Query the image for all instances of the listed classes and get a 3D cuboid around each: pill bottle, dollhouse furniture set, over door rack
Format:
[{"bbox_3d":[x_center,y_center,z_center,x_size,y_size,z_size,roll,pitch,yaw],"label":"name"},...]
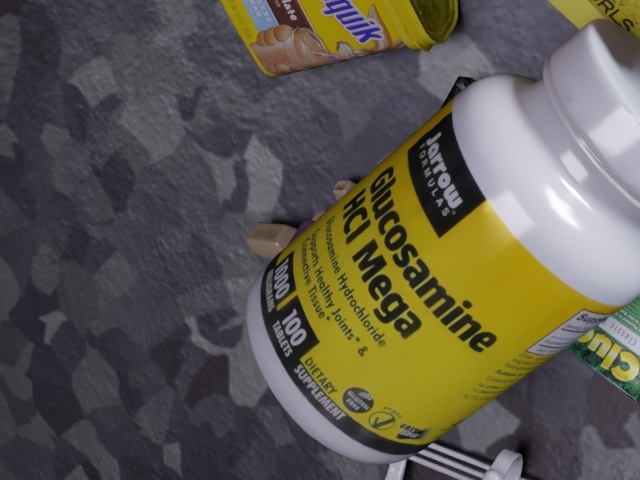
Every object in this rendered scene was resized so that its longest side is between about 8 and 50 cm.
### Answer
[{"bbox_3d":[0.115,0.004,0.896,0.334,0.188,0.188,-42,80,30],"label":"pill bottle"},{"bbox_3d":[0.000,0.000,1.146,0.081,0.091,0.114,42,160,-31],"label":"dollhouse furniture set"},{"bbox_3d":[0.130,0.335,1.096,0.240,0.108,0.324,18,113,28],"label":"over door rack"}]

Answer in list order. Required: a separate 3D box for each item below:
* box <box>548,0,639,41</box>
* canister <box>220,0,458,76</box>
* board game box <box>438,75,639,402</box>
[{"bbox_3d":[0.200,-0.193,0.865,0.232,0.058,0.087,38,126,-21],"label":"box"},{"bbox_3d":[0.010,-0.204,1.025,0.170,0.073,0.126,-8,127,36],"label":"canister"},{"bbox_3d":[0.180,-0.005,0.984,0.260,0.030,0.136,39,111,23],"label":"board game box"}]
